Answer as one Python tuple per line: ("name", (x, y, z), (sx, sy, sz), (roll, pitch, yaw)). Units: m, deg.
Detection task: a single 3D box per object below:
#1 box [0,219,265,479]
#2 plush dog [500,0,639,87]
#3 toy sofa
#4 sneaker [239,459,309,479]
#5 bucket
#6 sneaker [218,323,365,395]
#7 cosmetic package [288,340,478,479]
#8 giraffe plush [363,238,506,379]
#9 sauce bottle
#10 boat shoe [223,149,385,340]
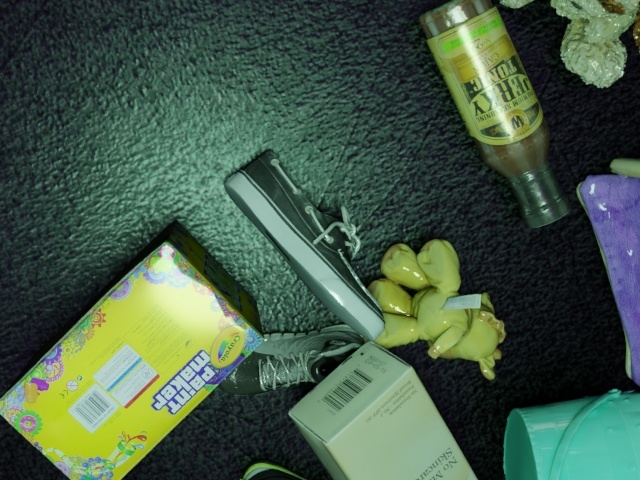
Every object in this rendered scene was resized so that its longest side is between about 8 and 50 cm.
("box", (-0.241, 0.143, 1.402), (0.290, 0.279, 0.177), (-44, 99, 1))
("plush dog", (0.380, -0.357, 1.431), (0.262, 0.225, 0.210), (44, 91, -9))
("toy sofa", (0.516, 0.050, 1.535), (0.177, 0.150, 0.362), (-18, 99, -5))
("sneaker", (-0.014, 0.397, 1.548), (0.235, 0.097, 0.084), (20, 95, -8))
("bucket", (0.374, 0.354, 1.505), (0.183, 0.281, 0.281), (-3, 97, -2))
("sneaker", (-0.037, 0.175, 1.501), (0.229, 0.132, 0.086), (-16, 99, -4))
("cosmetic package", (0.104, 0.309, 1.475), (0.160, 0.113, 0.309), (-41, 121, -14))
("giraffe plush", (0.185, 0.110, 1.516), (0.170, 0.210, 0.181), (34, 76, -42))
("sauce bottle", (0.256, -0.184, 1.499), (0.111, 0.111, 0.344), (-28, 99, -2))
("boat shoe", (0.000, 0.001, 1.473), (0.105, 0.113, 0.306), (-40, 71, -10))
